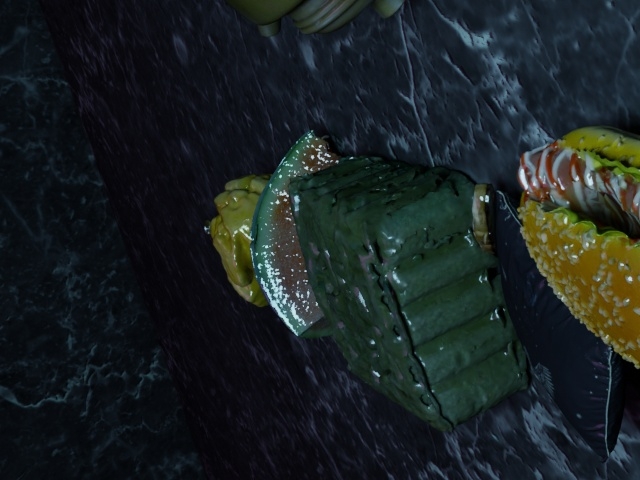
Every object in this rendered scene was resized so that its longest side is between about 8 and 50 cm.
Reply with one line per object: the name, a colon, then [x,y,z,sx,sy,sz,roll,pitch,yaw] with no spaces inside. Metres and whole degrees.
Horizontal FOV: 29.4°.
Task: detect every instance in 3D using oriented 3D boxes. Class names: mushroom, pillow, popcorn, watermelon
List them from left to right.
popcorn: [-0.068,-0.002,1.531,0.152,0.148,0.167,-1,99,44]
watermelon: [-0.017,0.009,1.391,0.231,0.146,0.128,64,162,0]
mushroom: [0.146,-0.017,1.061,0.101,0.019,0.049,64,-145,-57]
pillow: [0.192,0.066,0.992,0.208,0.055,0.141,-113,6,-49]

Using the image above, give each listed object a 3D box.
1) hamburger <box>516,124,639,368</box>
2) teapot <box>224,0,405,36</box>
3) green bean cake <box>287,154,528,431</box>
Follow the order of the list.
hamburger: [0.211,0.009,0.804,0.210,0.116,0.173,34,146,59]
teapot: [0.009,-0.255,0.988,0.175,0.186,0.267,38,138,-19]
green bean cake: [0.076,0.043,1.215,0.255,0.132,0.241,26,140,63]
